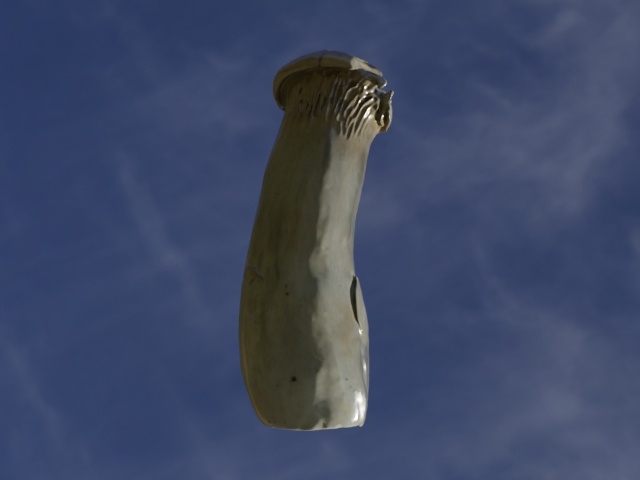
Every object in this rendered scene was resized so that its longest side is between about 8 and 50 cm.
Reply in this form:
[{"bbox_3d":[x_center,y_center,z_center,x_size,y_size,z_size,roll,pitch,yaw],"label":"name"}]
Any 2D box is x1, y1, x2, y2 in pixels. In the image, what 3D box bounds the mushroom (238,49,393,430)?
[{"bbox_3d":[-0.003,-0.001,1.119,0.081,0.092,0.223,1,-91,47],"label":"mushroom"}]
